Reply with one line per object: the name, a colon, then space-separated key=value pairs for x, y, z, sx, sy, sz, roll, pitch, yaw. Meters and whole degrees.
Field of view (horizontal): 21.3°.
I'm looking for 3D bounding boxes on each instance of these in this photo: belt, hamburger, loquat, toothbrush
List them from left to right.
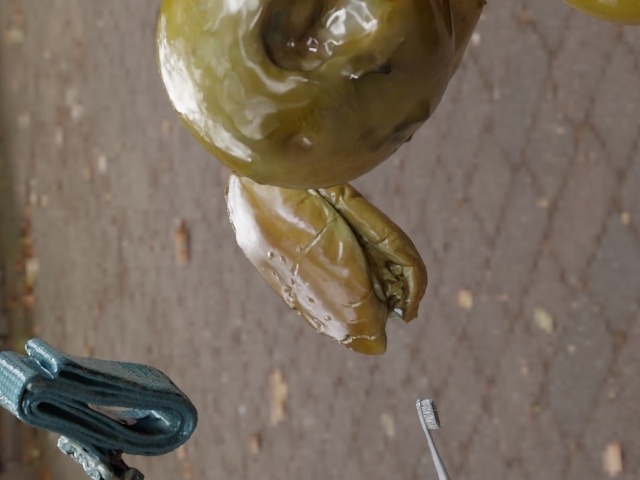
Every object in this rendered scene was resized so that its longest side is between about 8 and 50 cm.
belt: x=-0.167 y=0.127 z=1.200 sx=0.065 sy=0.179 sz=0.100 roll=34 pitch=94 yaw=41
loquat: x=-0.014 y=-0.152 z=1.271 sx=0.244 sy=0.243 sz=0.244 roll=179 pitch=90 yaw=-74
hamburger: x=0.000 y=0.000 z=1.987 sx=0.283 sy=0.144 sz=0.156 roll=44 pitch=161 yaw=9
toothbrush: x=0.158 y=0.312 z=2.080 sx=0.018 sy=0.024 sz=0.257 roll=-35 pitch=-66 yaw=-58

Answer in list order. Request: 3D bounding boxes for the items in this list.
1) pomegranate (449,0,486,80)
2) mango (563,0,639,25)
pomegranate: x=0.020 y=-0.235 z=1.599 sx=0.281 sy=0.281 sz=0.281 roll=179 pitch=90 yaw=-74
mango: x=0.346 y=-0.402 z=1.775 sx=0.300 sy=0.232 sz=0.446 roll=-36 pitch=29 yaw=27
